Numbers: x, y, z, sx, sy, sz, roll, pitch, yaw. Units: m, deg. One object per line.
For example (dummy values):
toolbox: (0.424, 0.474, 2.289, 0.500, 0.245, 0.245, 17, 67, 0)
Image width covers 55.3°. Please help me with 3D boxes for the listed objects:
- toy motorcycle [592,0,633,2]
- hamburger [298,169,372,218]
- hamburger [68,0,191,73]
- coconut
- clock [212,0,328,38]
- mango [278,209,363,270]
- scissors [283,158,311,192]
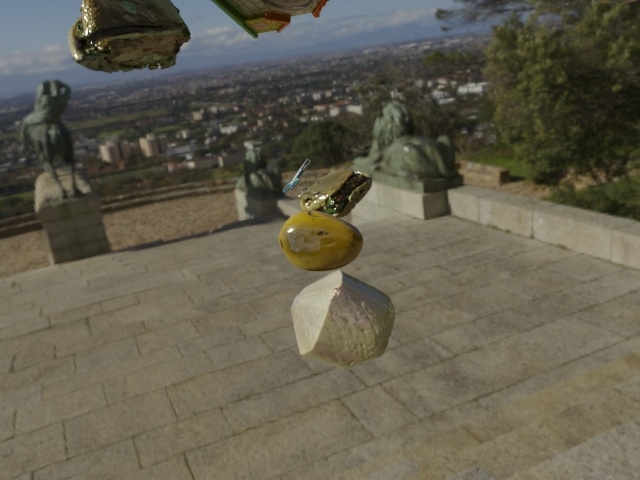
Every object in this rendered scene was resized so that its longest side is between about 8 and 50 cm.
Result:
toy motorcycle: (0.509, -0.528, 1.070, 0.173, 0.307, 0.108, -47, 6, 15)
hamburger: (0.050, -0.123, 1.768, 0.183, 0.130, 0.206, -45, 26, -29)
hamburger: (-0.424, -0.476, 1.337, 0.288, 0.192, 0.167, -20, -18, -43)
coconut: (0.044, 0.197, 1.537, 0.244, 0.239, 0.239, 22, 14, -11)
clock: (-0.085, -0.544, 1.299, 0.255, 0.106, 0.220, 0, -9, 25)
mango: (0.000, 0.000, 1.359, 0.195, 0.137, 0.098, -1, -2, 25)
scissors: (-0.055, -0.166, 1.553, 0.058, 0.014, 0.119, -19, 32, 52)
